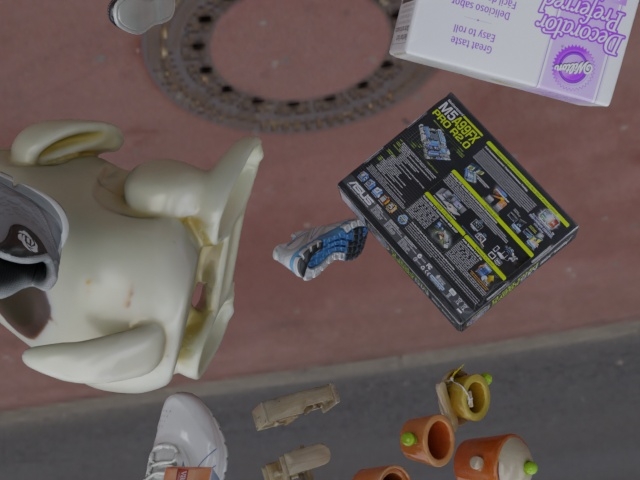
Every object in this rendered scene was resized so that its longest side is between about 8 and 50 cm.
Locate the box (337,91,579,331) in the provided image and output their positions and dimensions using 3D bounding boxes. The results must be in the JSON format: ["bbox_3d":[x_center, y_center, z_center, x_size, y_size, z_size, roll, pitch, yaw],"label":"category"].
[{"bbox_3d":[0.189,-0.041,1.492,0.216,0.270,0.060,-40,164,-6],"label":"box"}]

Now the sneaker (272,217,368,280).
[{"bbox_3d":[0.000,0.000,1.675,0.190,0.083,0.071,-21,123,-47],"label":"sneaker"}]

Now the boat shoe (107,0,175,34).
[{"bbox_3d":[-0.201,-0.252,1.154,0.038,0.125,0.046,9,114,18],"label":"boat shoe"}]

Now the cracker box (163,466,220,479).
[{"bbox_3d":[-0.148,0.404,1.340,0.067,0.156,0.232,-1,143,12],"label":"cracker box"}]

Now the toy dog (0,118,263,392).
[{"bbox_3d":[-0.314,0.021,1.167,0.407,0.395,0.285,16,128,7],"label":"toy dog"}]

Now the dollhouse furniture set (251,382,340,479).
[{"bbox_3d":[-0.022,0.435,2.171,0.161,0.242,0.212,-12,164,-20],"label":"dollhouse furniture set"}]

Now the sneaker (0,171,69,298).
[{"bbox_3d":[-0.311,-0.022,0.882,0.228,0.132,0.086,26,114,-28],"label":"sneaker"}]

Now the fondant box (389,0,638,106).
[{"bbox_3d":[0.233,-0.332,1.149,0.238,0.330,0.096,13,-172,-10],"label":"fondant box"}]

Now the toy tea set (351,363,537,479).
[{"bbox_3d":[0.190,0.324,1.488,0.124,0.200,0.336,-7,-160,44],"label":"toy tea set"}]

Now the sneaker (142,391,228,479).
[{"bbox_3d":[-0.214,0.369,1.560,0.111,0.297,0.129,-8,163,28],"label":"sneaker"}]
